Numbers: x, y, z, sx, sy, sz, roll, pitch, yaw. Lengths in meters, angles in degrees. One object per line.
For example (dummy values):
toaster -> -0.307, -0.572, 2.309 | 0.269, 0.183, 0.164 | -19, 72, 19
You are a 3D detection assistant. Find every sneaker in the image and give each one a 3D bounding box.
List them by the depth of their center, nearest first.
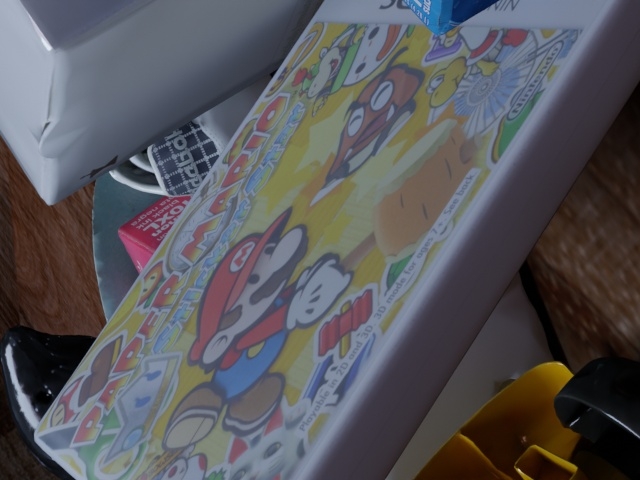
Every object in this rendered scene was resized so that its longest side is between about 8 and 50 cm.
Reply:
sneaker -> -0.081, -0.074, 0.870 | 0.090, 0.095, 0.235 | 62, 164, -19

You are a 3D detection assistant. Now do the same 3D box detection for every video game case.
video game case -> 0.000, 0.000, 0.575 | 0.026, 0.227, 0.206 | 36, 172, -24

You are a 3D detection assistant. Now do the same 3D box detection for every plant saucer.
plant saucer -> -0.067, 0.026, 0.984 | 0.195, 0.037, 0.195 | -16, -90, -71

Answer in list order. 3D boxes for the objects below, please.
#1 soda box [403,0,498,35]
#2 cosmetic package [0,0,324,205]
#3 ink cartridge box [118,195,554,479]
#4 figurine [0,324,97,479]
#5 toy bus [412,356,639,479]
soda box -> 0.001, -0.165, 0.524 | 0.210, 0.071, 0.067 | 50, 161, 23
cosmetic package -> -0.146, -0.220, 0.690 | 0.365, 0.155, 0.197 | 55, 163, 5
ink cartridge box -> 0.017, 0.065, 0.830 | 0.237, 0.100, 0.172 | 26, 146, 59
figurine -> -0.047, 0.141, 0.739 | 0.215, 0.092, 0.209 | 49, 174, 23
toy bus -> 0.145, 0.172, 0.631 | 0.211, 0.149, 0.220 | 51, 165, -28
